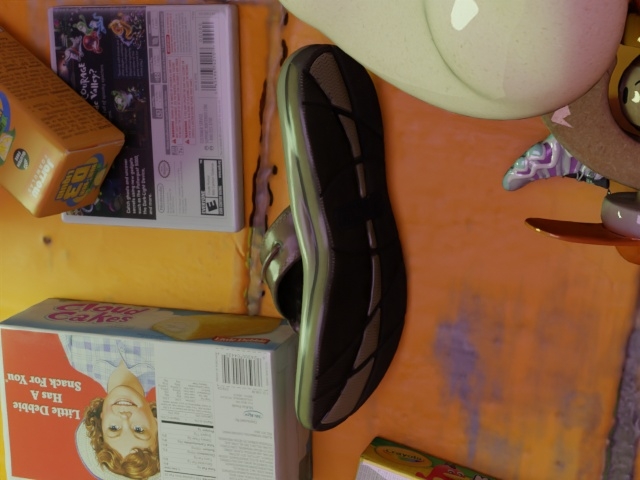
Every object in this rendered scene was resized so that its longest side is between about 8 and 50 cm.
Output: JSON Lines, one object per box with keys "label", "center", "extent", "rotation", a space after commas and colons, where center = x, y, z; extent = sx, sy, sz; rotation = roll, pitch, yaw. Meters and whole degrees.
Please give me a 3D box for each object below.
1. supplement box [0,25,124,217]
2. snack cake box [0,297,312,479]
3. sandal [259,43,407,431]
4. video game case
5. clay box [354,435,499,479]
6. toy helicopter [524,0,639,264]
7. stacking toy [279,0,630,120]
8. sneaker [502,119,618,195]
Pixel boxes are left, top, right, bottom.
{"label": "supplement box", "center": [-0.280, -0.123, 0.967], "extent": [0.233, 0.080, 0.078], "rotation": [39, 119, 14]}
{"label": "snack cake box", "center": [-0.144, 0.143, 0.985], "extent": [0.264, 0.089, 0.152], "rotation": [4, 105, 19]}
{"label": "sandal", "center": [0.001, -0.001, 0.901], "extent": [0.086, 0.120, 0.303], "rotation": [0, 96, 39]}
{"label": "video game case", "center": [-0.149, -0.105, 0.970], "extent": [0.173, 0.022, 0.191], "rotation": [3, 103, 19]}
{"label": "clay box", "center": [0.127, 0.261, 0.932], "extent": [0.222, 0.053, 0.128], "rotation": [18, 107, 14]}
{"label": "toy helicopter", "center": [0.298, -0.052, 0.767], "extent": [0.355, 0.140, 0.235], "rotation": [32, 104, -2]}
{"label": "stacking toy", "center": [0.160, -0.335, 0.654], "extent": [0.480, 0.350, 0.350], "rotation": [-43, 84, -14]}
{"label": "sneaker", "center": [0.190, -0.052, 0.850], "extent": [0.098, 0.038, 0.069], "rotation": [-41, 86, 23]}
